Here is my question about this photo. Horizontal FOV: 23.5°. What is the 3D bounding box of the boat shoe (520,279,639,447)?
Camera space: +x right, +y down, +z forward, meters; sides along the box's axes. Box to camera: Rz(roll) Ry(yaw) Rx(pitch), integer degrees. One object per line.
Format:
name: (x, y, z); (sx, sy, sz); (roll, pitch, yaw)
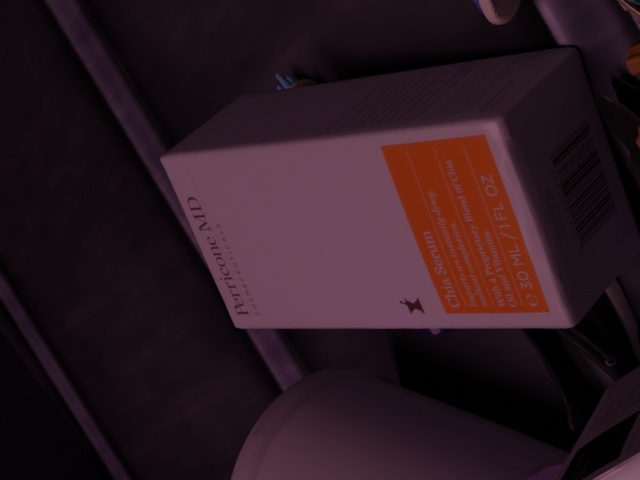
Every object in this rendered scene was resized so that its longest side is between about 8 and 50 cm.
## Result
boat shoe: (0.304, 0.176, 1.616); (0.127, 0.113, 0.340); (-2, 118, 57)

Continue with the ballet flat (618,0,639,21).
ballet flat: (0.285, -0.198, 1.314); (0.168, 0.057, 0.052); (52, 161, 8)

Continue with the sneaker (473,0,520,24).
sneaker: (0.133, -0.274, 1.457); (0.084, 0.058, 0.152); (-5, 112, 52)

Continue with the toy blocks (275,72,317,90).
toy blocks: (-0.002, -0.129, 1.828); (0.148, 0.054, 0.123); (50, 165, 40)

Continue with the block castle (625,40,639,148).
block castle: (0.386, -0.107, 1.086); (0.453, 0.213, 0.303); (59, 152, -7)

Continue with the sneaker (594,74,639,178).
sneaker: (0.321, -0.084, 1.379); (0.170, 0.051, 0.089); (32, 149, 42)

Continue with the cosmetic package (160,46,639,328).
cosmetic package: (0.074, -0.042, 1.587); (0.453, 0.161, 0.230); (-4, 118, 43)

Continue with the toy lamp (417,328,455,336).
toy lamp: (0.097, -0.023, 1.766); (0.080, 0.080, 0.275); (12, 131, 52)

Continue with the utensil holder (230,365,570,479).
utensil holder: (0.127, 0.357, 1.861); (0.385, 0.327, 0.328); (17, 133, 48)

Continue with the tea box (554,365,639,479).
tea box: (0.385, 0.253, 1.289); (0.220, 0.329, 0.324); (-35, 90, 25)
